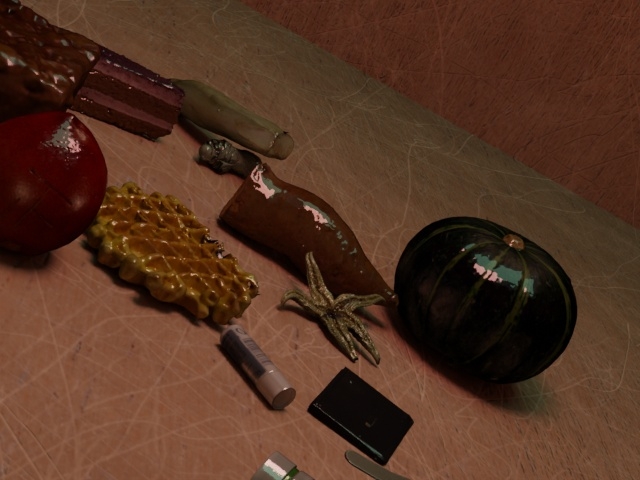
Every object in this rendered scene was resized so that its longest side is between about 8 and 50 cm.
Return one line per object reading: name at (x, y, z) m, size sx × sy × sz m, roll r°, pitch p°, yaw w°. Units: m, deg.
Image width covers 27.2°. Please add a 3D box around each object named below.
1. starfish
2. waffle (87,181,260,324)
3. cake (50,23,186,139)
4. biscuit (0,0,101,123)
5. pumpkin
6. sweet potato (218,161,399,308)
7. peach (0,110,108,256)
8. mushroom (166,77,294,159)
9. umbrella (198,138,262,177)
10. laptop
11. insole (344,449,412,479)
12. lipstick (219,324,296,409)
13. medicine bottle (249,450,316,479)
starfish at (0.027, 0.110, 2.115) m, size 0.216 × 0.050 × 0.224 m, roll -6°, pitch 57°, yaw -35°
waffle at (-0.218, 0.018, 1.941) m, size 0.283 × 0.065 × 0.309 m, roll 27°, pitch 22°, yaw -9°
cake at (-0.382, -0.271, 2.332) m, size 0.295 × 0.116 × 0.113 m, roll 23°, pitch 24°, yaw -19°
biscuit at (-0.552, -0.295, 2.022) m, size 0.395 × 0.166 × 0.343 m, roll 29°, pitch 20°, yaw -8°
pumpkin at (0.282, 0.097, 2.275) m, size 0.323 × 0.241 × 0.323 m, roll 31°, pitch 16°, yaw -10°
sweet potato at (-0.001, 0.002, 2.232) m, size 0.336 × 0.131 × 0.131 m, roll 33°, pitch 18°, yaw 2°
peach at (-0.368, -0.080, 1.732) m, size 0.197 × 0.197 × 0.197 m, roll 29°, pitch 19°, yaw -11°
mushroom at (-0.184, -0.238, 2.527) m, size 0.312 × 0.081 × 0.100 m, roll 28°, pitch 14°, yaw 32°
umbrella at (-0.172, -0.153, 2.470) m, size 0.143 × 0.062 × 0.067 m, roll 12°, pitch 58°, yaw -48°
laptop at (0.063, 0.247, 1.892) m, size 0.135 × 0.016 × 0.197 m, roll 36°, pitch 19°, yaw 6°
insole at (0.098, 0.321, 1.778) m, size 0.152 × 0.002 × 0.053 m, roll 31°, pitch 19°, yaw -7°
lipstick at (-0.088, 0.170, 1.800) m, size 0.040 × 0.040 × 0.141 m, roll 10°, pitch 29°, yaw -49°
medicine bottle at (-0.002, 0.324, 1.475) m, size 0.183 × 0.086 × 0.086 m, roll 37°, pitch 19°, yaw 10°
